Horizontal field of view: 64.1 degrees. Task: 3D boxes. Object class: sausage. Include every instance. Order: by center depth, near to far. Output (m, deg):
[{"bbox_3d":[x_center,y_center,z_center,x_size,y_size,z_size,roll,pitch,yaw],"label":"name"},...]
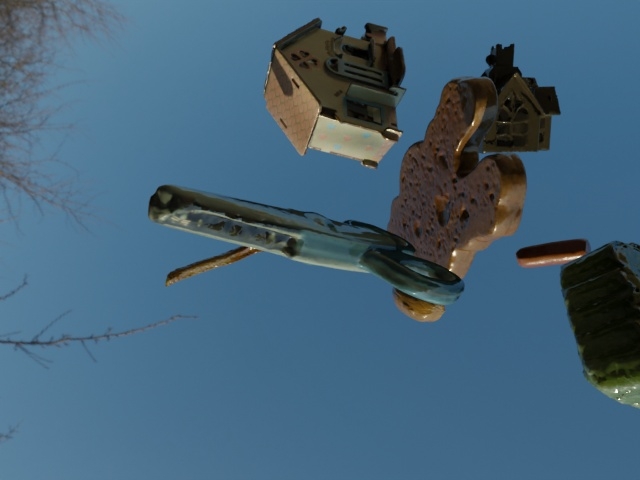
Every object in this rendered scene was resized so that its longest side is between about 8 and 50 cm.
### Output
[{"bbox_3d":[0.423,0.024,0.937,0.131,0.039,0.041,-13,-121,43],"label":"sausage"}]

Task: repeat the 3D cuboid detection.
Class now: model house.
[{"bbox_3d":[0.019,-0.310,0.977,0.244,0.169,0.326,9,-125,-11],"label":"model house"},{"bbox_3d":[0.444,-0.330,1.194,0.204,0.211,0.243,-2,-78,0],"label":"model house"}]

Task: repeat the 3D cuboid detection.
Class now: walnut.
[{"bbox_3d":[0.155,0.092,0.866,0.121,0.052,0.091,34,-56,56],"label":"walnut"}]

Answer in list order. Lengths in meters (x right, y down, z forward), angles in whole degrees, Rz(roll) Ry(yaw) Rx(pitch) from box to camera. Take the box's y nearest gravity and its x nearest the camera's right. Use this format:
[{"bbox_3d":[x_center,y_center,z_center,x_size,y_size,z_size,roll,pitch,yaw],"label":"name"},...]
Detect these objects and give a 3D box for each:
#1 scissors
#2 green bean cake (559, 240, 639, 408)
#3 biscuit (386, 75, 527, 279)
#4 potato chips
[{"bbox_3d":[0.000,0.000,0.424,0.138,0.289,0.041,47,-63,48],"label":"scissors"},{"bbox_3d":[0.439,0.119,0.692,0.113,0.200,0.214,-45,-146,49],"label":"green bean cake"},{"bbox_3d":[0.143,-0.046,0.598,0.044,0.295,0.186,-3,-110,-13],"label":"biscuit"},{"bbox_3d":[-0.170,0.035,0.879,0.204,0.026,0.037,-18,-162,-5],"label":"potato chips"}]
